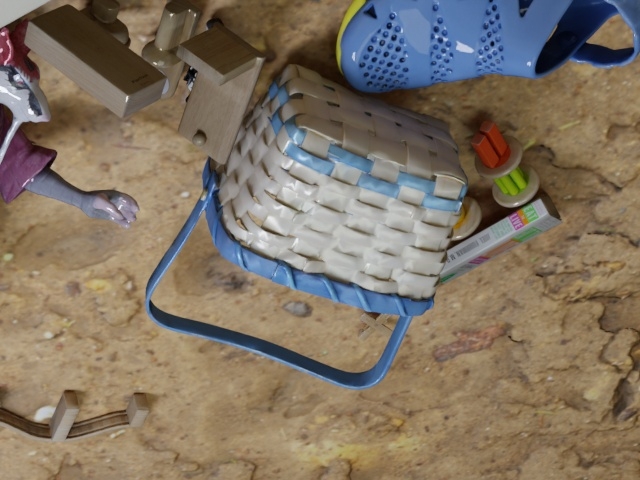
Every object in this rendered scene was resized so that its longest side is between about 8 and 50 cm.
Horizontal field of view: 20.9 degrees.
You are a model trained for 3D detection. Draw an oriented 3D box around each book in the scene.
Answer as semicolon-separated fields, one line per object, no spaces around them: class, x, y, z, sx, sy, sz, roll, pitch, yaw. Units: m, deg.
book;0.178;-0.001;1.821;0.144;0.035;0.096;-30;172;13

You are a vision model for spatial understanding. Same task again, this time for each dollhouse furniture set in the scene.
dollhouse furniture set;-0.162;-0.127;1.503;0.151;0.144;0.123;-34;155;-46

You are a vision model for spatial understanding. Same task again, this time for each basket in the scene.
basket;0.000;0.000;1.641;0.255;0.201;0.289;20;115;-19

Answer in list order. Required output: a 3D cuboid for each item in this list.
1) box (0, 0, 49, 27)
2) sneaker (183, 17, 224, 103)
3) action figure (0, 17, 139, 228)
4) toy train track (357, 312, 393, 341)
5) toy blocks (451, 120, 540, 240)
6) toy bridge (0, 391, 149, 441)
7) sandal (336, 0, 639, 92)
box;-0.272;-0.233;1.373;0.275;0.113;0.094;-26;138;7
sneaker;-0.102;-0.154;1.576;0.044;0.040;0.109;-8;136;-12
action figure;-0.350;-0.041;1.524;0.248;0.276;0.370;16;108;-54
toy train track;0.072;0.078;1.907;0.083;0.014;0.048;-44;127;15
toy blocks;0.140;-0.077;1.745;0.123;0.054;0.148;-31;137;11
toy bridge;-0.276;0.191;1.870;0.188;0.026;0.063;5;134;-27
sandal;0.170;-0.199;1.572;0.317;0.138;0.126;-18;140;-2
